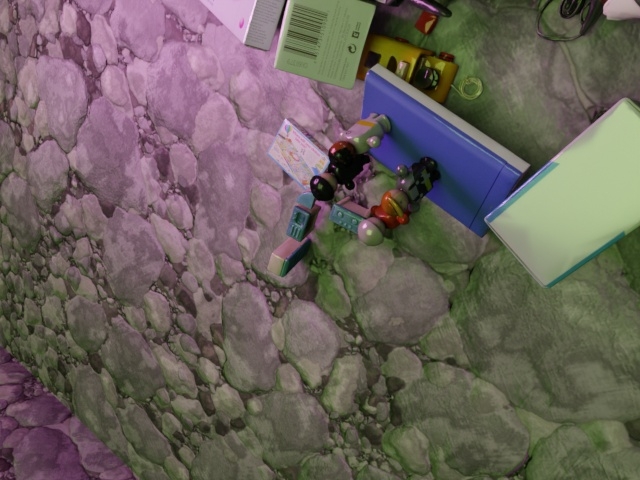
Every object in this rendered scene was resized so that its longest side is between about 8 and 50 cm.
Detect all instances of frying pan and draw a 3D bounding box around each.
[{"bbox_3d":[0.118,-0.448,0.894,0.326,0.197,0.053,35,132,19],"label":"frying pan"}]

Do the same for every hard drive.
[{"bbox_3d":[0.206,-0.159,0.934,0.319,0.040,0.210,40,159,19],"label":"hard drive"}]

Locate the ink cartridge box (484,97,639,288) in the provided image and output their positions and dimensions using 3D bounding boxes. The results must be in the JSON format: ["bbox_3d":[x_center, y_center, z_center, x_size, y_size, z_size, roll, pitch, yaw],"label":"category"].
[{"bbox_3d":[0.402,-0.078,0.727,0.129,0.307,0.223,51,125,15],"label":"ink cartridge box"}]

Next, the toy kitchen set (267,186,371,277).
[{"bbox_3d":[0.000,0.000,1.130,0.166,0.122,0.207,28,126,13],"label":"toy kitchen set"}]

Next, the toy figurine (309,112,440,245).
[{"bbox_3d":[0.096,-0.111,0.966,0.213,0.148,0.209,46,160,5],"label":"toy figurine"}]

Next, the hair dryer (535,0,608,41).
[{"bbox_3d":[0.459,-0.447,0.750,0.294,0.080,0.223,-6,116,40],"label":"hair dryer"}]

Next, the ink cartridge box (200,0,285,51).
[{"bbox_3d":[-0.136,-0.598,1.019,0.324,0.072,0.330,54,131,44],"label":"ink cartridge box"}]

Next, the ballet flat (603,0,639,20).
[{"bbox_3d":[0.425,-0.381,0.709,0.280,0.095,0.096,53,147,7],"label":"ballet flat"}]

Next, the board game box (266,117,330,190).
[{"bbox_3d":[-0.046,-0.195,1.171,0.154,0.026,0.103,45,123,16],"label":"board game box"}]

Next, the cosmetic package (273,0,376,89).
[{"bbox_3d":[0.001,-0.391,0.960,0.152,0.183,0.151,13,115,-9],"label":"cosmetic package"}]

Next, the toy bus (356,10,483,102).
[{"bbox_3d":[0.166,-0.316,0.947,0.202,0.104,0.190,-22,90,37],"label":"toy bus"}]
